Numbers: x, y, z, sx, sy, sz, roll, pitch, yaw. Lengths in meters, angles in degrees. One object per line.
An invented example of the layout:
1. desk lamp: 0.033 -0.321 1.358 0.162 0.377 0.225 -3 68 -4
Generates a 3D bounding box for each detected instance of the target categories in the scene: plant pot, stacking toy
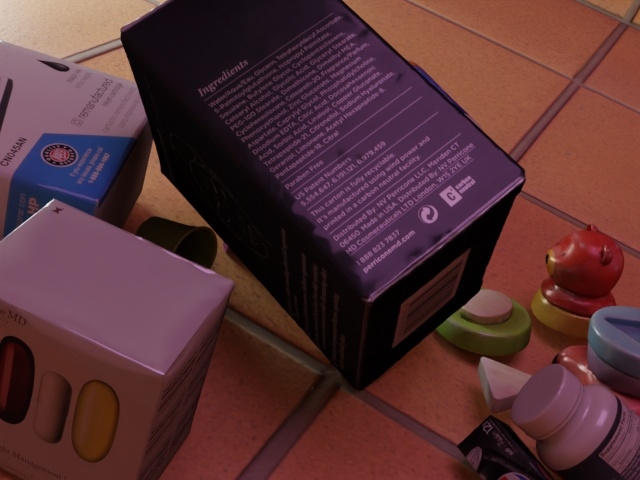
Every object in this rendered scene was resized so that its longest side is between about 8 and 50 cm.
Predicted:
1. plant pot: -0.183 0.007 1.114 0.079 0.083 0.083 26 32 29
2. stacking toy: 0.304 0.091 1.143 0.279 0.130 0.309 2 27 -14

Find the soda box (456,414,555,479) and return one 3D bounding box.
1. soda box: 0.220 0.266 0.956 0.060 0.053 0.169 35 12 -51

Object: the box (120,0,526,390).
1. box: -0.005 -0.076 1.019 0.212 0.293 0.395 -38 71 -16

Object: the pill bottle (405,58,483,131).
1. pill bottle: 0.169 -0.165 1.468 0.152 0.152 0.272 -4 41 -32

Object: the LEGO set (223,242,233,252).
1. LEGO set: 0.000 0.000 1.197 0.227 0.093 0.087 3 38 -25

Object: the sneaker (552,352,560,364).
1. sneaker: 0.348 0.184 1.181 0.109 0.044 0.040 33 79 36

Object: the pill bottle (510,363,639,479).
1. pill bottle: 0.297 0.220 0.984 0.180 0.108 0.108 40 33 -8

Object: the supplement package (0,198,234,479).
1. supplement package: -0.212 0.111 0.829 0.194 0.203 0.149 24 33 6

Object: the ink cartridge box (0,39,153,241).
1. ink cartridge box: -0.419 -0.110 1.065 0.394 0.166 0.285 17 34 -5
